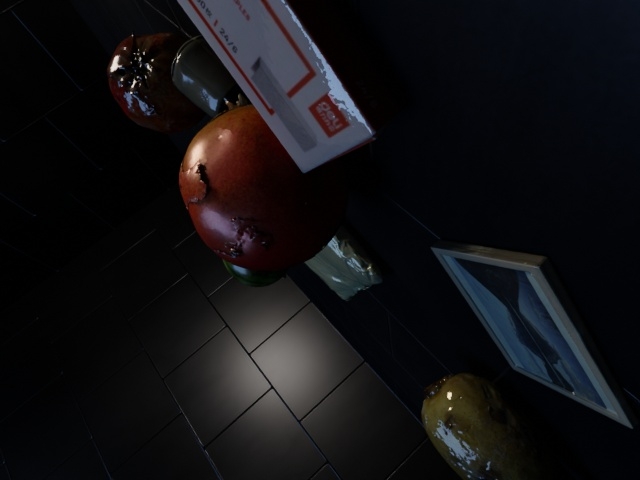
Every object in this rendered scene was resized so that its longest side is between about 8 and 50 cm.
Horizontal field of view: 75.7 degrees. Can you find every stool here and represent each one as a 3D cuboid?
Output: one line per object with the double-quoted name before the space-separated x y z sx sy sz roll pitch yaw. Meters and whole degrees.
"stool" -0.151 -0.232 0.598 0.110 0.096 0.096 44 169 9

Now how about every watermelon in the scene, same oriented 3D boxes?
"watermelon" -0.200 0.031 1.329 0.242 0.242 0.242 48 169 12

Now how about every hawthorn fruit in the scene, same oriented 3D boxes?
"hawthorn fruit" -0.280 -0.283 0.789 0.181 0.181 0.235 47 -171 14

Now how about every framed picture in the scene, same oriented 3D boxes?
"framed picture" 0.209 0.086 0.420 0.203 0.015 0.150 53 169 -16

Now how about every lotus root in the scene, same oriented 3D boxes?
"lotus root" 0.278 0.326 0.640 0.278 0.154 0.154 42 168 17

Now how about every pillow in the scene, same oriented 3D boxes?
"pillow" -0.001 -0.001 0.836 0.274 0.076 0.280 46 164 5

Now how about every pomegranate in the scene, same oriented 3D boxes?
"pomegranate" -0.072 -0.075 0.521 0.210 0.210 0.235 68 -179 -59

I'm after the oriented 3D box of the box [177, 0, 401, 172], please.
"box" -0.039 -0.175 0.357 0.229 0.050 0.123 53 150 -15
